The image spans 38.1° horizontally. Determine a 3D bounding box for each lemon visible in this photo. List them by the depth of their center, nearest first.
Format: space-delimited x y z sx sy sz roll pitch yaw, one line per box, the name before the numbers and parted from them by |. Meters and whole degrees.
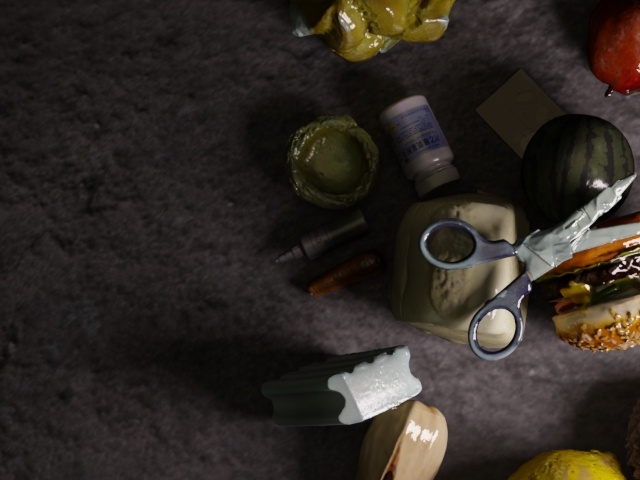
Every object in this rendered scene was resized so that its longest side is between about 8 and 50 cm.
lemon | 0.427 0.499 1.618 0.258 0.258 0.310 33 85 11

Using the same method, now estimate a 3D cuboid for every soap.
soap | 0.032 0.273 1.707 0.173 0.289 0.095 -19 89 -31

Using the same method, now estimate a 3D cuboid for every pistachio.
pistachio | 0.148 0.401 1.717 0.157 0.157 0.229 21 98 10

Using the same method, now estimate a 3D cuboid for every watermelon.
watermelon | 0.474 -0.127 1.715 0.212 0.212 0.212 -1 82 8

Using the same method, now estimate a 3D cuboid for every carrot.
carrot | 0.051 0.066 1.827 0.161 0.055 0.055 -23 80 11

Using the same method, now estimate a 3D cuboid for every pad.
pad | 0.415 -0.235 1.840 0.127 0.004 0.190 -42 79 1

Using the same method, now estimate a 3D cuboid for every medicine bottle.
medicine bottle | 0.196 -0.182 1.812 0.102 0.103 0.187 -24 80 4
medicine bottle | 0.000 0.000 1.837 0.199 0.057 0.058 -24 80 4

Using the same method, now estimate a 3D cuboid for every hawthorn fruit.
hawthorn fruit | 0.588 -0.365 1.758 0.185 0.185 0.202 22 103 10

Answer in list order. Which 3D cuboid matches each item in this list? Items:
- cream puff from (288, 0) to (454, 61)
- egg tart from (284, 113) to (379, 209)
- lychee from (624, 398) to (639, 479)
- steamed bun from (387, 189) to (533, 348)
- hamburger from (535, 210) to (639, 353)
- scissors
cream puff | 0.100 -0.525 1.787 0.378 0.275 0.378 -1 79 8
egg tart | 0.025 -0.150 1.845 0.197 0.078 0.197 -1 85 8
lychee | 0.665 0.364 1.580 0.300 0.300 0.300 -1 82 8
steamed bun | 0.238 0.052 1.723 0.272 0.273 0.290 -4 78 23
hamburger | 0.526 0.079 1.646 0.291 0.291 0.225 -16 81 5
scissors | 0.378 0.019 1.540 0.383 0.029 0.256 -26 85 9
